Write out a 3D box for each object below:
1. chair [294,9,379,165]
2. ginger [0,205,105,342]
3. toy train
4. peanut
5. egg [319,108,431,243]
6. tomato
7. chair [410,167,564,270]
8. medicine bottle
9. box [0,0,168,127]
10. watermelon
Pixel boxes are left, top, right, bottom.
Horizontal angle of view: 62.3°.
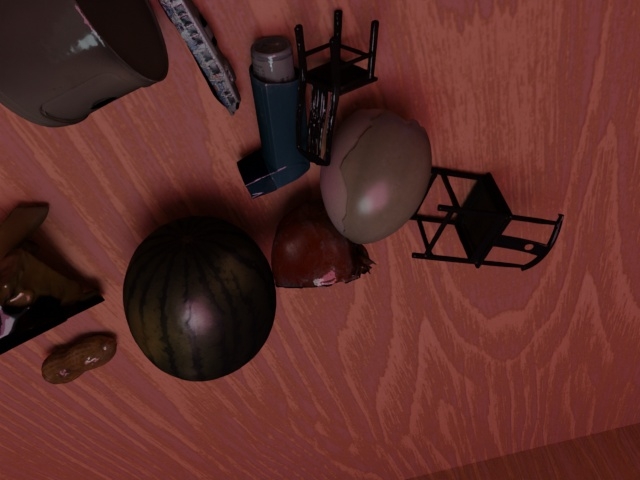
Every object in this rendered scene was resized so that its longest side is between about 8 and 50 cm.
[{"bbox_3d":[0.021,-0.224,0.808,0.101,0.084,0.212,-35,142,-32],"label":"chair"},{"bbox_3d":[-0.627,0.107,0.999,0.414,0.358,0.211,-28,89,17],"label":"ginger"},{"bbox_3d":[-0.168,-0.276,0.782,0.047,0.043,0.207,-19,135,10],"label":"toy train"},{"bbox_3d":[-0.566,0.280,1.249,0.193,0.089,0.089,-23,135,12],"label":"peanut"},{"bbox_3d":[0.087,-0.100,0.886,0.183,0.183,0.217,18,90,-26],"label":"egg"},{"bbox_3d":[0.000,0.000,1.001,0.181,0.214,0.155,-9,96,14],"label":"tomato"},{"bbox_3d":[0.313,-0.039,1.043,0.260,0.141,0.154,7,134,-15],"label":"chair"},{"bbox_3d":[-0.081,-0.191,0.858,0.124,0.079,0.258,-12,136,-11],"label":"medicine bottle"},{"bbox_3d":[-0.311,-0.267,0.636,0.150,0.226,0.226,-22,135,12],"label":"box"},{"bbox_3d":[-0.224,0.119,1.004,0.279,0.278,0.359,0,135,-10],"label":"watermelon"}]
